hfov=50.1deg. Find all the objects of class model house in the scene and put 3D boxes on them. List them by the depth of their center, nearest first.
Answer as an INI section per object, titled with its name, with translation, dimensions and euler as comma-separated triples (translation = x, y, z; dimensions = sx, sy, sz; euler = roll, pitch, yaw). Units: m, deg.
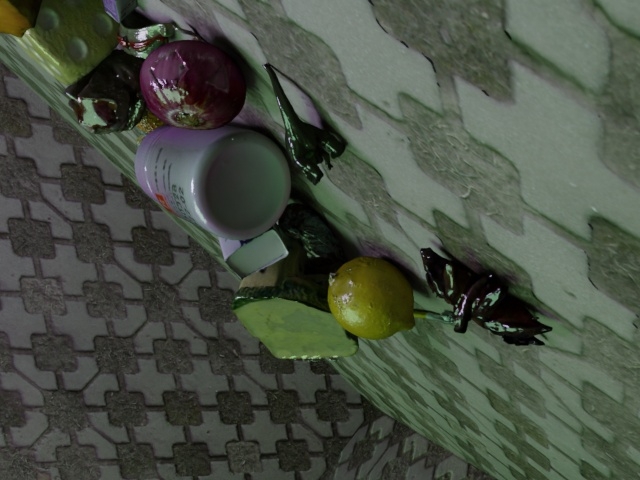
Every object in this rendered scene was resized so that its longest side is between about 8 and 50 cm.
[model house]
translation = -0.038, 0.111, 1.641
dimensions = 0.261, 0.266, 0.321
euler = -7, 142, 21

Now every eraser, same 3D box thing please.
[eraser]
translation = -0.169, -0.041, 1.546
dimensions = 0.086, 0.130, 0.287
euler = 57, -177, -35

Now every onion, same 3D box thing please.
[onion]
translation = -0.210, -0.260, 1.146
dimensions = 0.177, 0.153, 0.177
euler = 23, 152, 13

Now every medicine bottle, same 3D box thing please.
[medicine bottle]
translation = -0.244, -0.141, 1.453
dimensions = 0.219, 0.219, 0.388
euler = 49, 164, -32

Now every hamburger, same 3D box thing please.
[hamburger]
translation = -0.423, -0.316, 1.668
dimensions = 0.137, 0.087, 0.166
euler = 28, 161, 45

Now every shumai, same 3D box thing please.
[shumai]
translation = -0.492, -0.325, 1.505
dimensions = 0.218, 0.185, 0.184
euler = 11, 109, 34

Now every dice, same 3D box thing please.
[dice]
translation = -0.513, -0.429, 1.379
dimensions = 0.169, 0.166, 0.169
euler = 49, 165, -29

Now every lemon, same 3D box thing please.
[lemon]
translation = 0.110, 0.123, 1.440
dimensions = 0.206, 0.173, 0.173
euler = 37, 166, 6

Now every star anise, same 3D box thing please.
[star anise]
translation = 0.262, 0.122, 1.166
dimensions = 0.272, 0.102, 0.272
euler = 37, 169, 8

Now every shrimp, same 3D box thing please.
[shrimp]
translation = 0.000, 0.000, 1.551
dimensions = 0.233, 0.079, 0.090
euler = 41, 173, -20

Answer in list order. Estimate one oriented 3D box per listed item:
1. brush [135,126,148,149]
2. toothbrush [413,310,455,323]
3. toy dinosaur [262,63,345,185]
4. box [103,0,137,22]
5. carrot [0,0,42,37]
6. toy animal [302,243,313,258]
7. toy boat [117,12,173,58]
[brush]
translation = -0.550, -0.312, 2.089
dimensions = 0.068, 0.060, 0.297
euler = 35, 166, 30
[toothbrush]
translation = 0.235, 0.169, 1.564
dimensions = 0.024, 0.021, 0.288
euler = 54, 165, -8
[toy dinosaur]
translation = -0.053, -0.171, 1.120
dimensions = 0.179, 0.087, 0.187
euler = 39, 165, 1
[box]
translation = -0.352, -0.429, 1.191
dimensions = 0.036, 0.050, 0.117
euler = 43, 165, -3
[carrot]
translation = -0.579, -0.522, 1.166
dimensions = 0.241, 0.340, 0.241
euler = 12, 179, 0
[toy animal]
translation = -0.097, 0.036, 1.919
dimensions = 0.121, 0.094, 0.225
euler = 54, 164, -16
[toy boat]
translation = -0.324, -0.375, 1.254
dimensions = 0.185, 0.089, 0.071
euler = 29, 119, 41
